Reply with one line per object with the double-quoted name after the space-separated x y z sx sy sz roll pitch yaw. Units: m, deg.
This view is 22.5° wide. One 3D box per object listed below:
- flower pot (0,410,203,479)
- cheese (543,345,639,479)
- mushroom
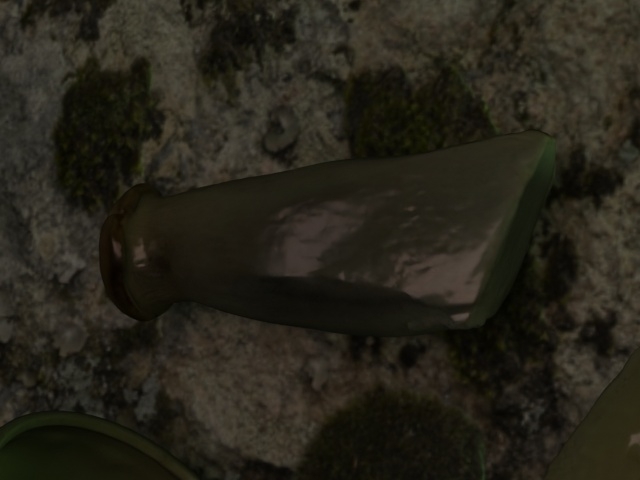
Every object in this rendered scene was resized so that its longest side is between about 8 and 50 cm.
-0.215 0.317 1.288 0.244 0.307 0.307 -50 63 24 "flower pot"
0.316 0.194 1.125 0.326 0.115 0.318 -21 51 29 "cheese"
0.003 0.009 1.343 0.407 0.137 0.154 -7 87 24 "mushroom"
